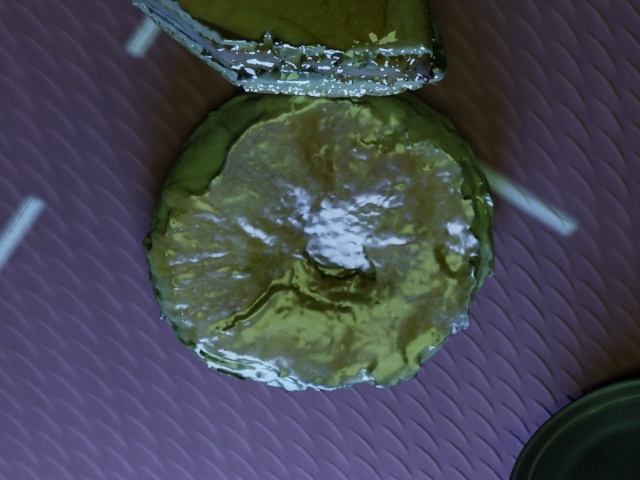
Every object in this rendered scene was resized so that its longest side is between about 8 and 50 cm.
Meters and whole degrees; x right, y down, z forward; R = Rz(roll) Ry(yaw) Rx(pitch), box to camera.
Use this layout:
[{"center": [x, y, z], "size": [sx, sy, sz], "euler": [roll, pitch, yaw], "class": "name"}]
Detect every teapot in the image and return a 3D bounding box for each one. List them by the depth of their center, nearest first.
[{"center": [0.380, 0.292, 1.495], "size": [0.315, 0.233, 0.312], "euler": [-41, 120, -14], "class": "teapot"}]

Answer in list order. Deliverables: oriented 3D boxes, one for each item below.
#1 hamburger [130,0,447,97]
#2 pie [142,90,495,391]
[{"center": [-0.032, -0.209, 1.250], "size": [0.245, 0.155, 0.282], "euler": [-39, 82, -10], "class": "hamburger"}, {"center": [0.000, 0.000, 1.398], "size": [0.339, 0.083, 0.339], "euler": [0, 113, 0], "class": "pie"}]
